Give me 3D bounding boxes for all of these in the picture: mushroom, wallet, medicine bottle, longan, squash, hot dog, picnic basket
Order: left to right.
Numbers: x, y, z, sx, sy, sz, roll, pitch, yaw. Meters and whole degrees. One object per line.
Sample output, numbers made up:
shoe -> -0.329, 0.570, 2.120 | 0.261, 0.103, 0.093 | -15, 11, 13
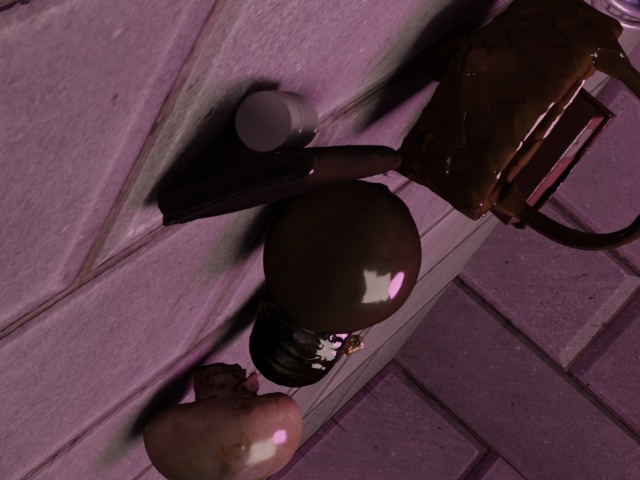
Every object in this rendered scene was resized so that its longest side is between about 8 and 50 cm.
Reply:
mushroom -> -0.140, 0.261, 1.996 | 0.226, 0.178, 0.226 | -15, 177, -1
medicine bottle -> -0.039, -0.109, 1.305 | 0.057, 0.057, 0.089 | -51, 171, 14
wallet -> -0.034, -0.060, 1.366 | 0.165, 0.042, 0.309 | -13, -179, 19
squash -> -0.023, 0.126, 2.033 | 0.193, 0.156, 0.193 | -39, -165, 13
longan -> 0.027, 0.019, 1.712 | 0.196, 0.196, 0.220 | -51, 176, 15
hot dog -> 0.158, -0.231, 1.768 | 0.058, 0.035, 0.083 | -44, 170, -24
picnic basket -> 0.302, -0.130, 1.769 | 0.337, 0.337, 0.293 | -39, 165, -45

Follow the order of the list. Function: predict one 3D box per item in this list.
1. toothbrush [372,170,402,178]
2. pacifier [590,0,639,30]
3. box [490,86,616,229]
toothbrush -> 0.102, -0.103, 2.070 | 0.027, 0.021, 0.269 | -38, 173, 13
pacifier -> 0.591, -0.482, 2.378 | 0.299, 0.244, 0.233 | 40, 60, -58
box -> 0.267, -0.159, 2.012 | 0.215, 0.215, 0.086 | -53, 162, 23
